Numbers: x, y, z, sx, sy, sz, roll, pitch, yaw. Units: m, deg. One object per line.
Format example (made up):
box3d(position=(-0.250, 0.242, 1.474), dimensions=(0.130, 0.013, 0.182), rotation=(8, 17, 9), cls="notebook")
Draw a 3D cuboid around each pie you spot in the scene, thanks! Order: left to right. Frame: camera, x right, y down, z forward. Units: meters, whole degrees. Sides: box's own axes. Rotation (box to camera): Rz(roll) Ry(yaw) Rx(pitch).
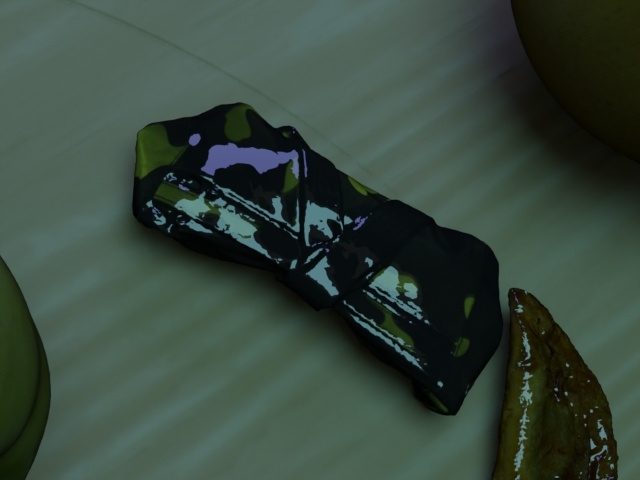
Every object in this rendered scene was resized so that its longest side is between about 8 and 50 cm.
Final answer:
box3d(position=(0.130, 0.128, 0.812), dimensions=(0.088, 0.033, 0.191), rotation=(18, 65, -26), cls="pie")

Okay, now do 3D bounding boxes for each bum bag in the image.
box3d(position=(0.000, 0.000, 0.804), dimensions=(0.232, 0.060, 0.106), rotation=(34, 57, -4), cls="bum bag")

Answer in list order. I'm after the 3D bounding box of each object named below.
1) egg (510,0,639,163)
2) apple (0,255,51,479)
box3d(position=(0.263, -0.155, 0.828), dimensions=(0.323, 0.250, 0.250), rotation=(1, 71, -24), cls="egg")
box3d(position=(-0.243, 0.073, 0.608), dimensions=(0.262, 0.262, 0.262), rotation=(5, 70, -14), cls="apple")
